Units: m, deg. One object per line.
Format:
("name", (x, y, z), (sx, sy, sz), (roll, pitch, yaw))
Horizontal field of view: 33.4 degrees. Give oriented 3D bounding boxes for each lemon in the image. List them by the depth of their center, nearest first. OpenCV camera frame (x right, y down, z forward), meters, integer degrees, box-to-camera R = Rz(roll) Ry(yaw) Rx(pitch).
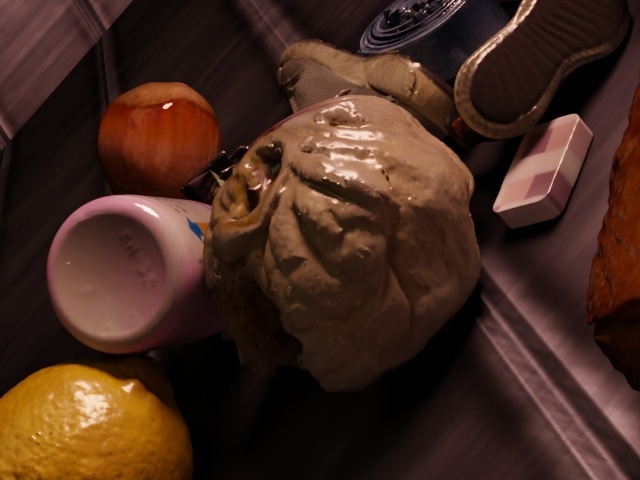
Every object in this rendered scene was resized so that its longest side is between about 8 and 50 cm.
("lemon", (-0.227, 0.221, 0.995), (0.260, 0.204, 0.204), (-57, 27, -11))

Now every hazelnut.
("hazelnut", (-0.235, -0.128, 1.541), (0.214, 0.176, 0.214), (-168, 90, -71))

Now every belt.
("belt", (0.125, -0.245, 1.245), (0.190, 0.082, 0.141), (-3, 44, 54))

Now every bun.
("bun", (0.011, -0.012, 0.946), (0.281, 0.205, 0.281), (-35, 27, 21))

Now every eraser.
("eraser", (0.195, -0.061, 0.936), (0.065, 0.026, 0.105), (-13, 41, 48))

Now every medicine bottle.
("medicine bottle", (-0.153, 0.032, 1.083), (0.152, 0.152, 0.254), (-42, -11, 11))

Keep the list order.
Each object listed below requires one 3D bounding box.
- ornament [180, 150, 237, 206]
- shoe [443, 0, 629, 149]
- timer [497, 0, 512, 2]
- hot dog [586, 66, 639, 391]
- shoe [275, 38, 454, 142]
("ornament", (-0.116, -0.025, 1.306), (0.088, 0.081, 0.203), (-40, 26, 16))
("shoe", (0.197, -0.171, 1.016), (0.227, 0.099, 0.112), (-44, 0, -24))
("timer", (0.162, -0.416, 1.236), (0.161, 0.250, 0.257), (-53, 26, -12))
("hot dog", (0.292, -0.067, 0.637), (0.267, 0.174, 0.388), (-12, 52, 54))
("shoe", (0.023, -0.118, 1.195), (0.171, 0.132, 0.336), (-59, 29, -4))
